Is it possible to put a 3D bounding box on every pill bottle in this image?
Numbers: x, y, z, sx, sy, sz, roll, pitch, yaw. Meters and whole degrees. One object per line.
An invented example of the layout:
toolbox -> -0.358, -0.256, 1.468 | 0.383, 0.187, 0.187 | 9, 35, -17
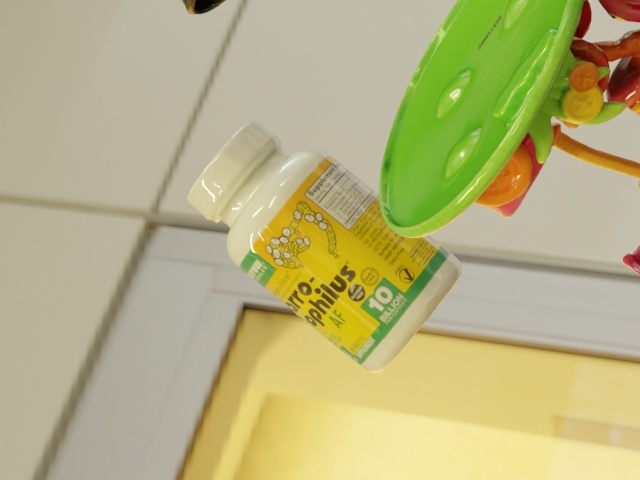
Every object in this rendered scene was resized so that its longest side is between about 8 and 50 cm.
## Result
pill bottle -> 0.000, 0.000, 1.221 | 0.118, 0.208, 0.117 | -50, -2, -2

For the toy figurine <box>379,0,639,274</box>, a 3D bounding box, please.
toy figurine -> 0.134, -0.044, 0.578 | 0.173, 0.159, 0.130 | -55, 19, 28

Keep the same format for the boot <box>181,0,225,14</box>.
boot -> -0.114, -0.204, 0.972 | 0.083, 0.161, 0.246 | -14, -24, -41
